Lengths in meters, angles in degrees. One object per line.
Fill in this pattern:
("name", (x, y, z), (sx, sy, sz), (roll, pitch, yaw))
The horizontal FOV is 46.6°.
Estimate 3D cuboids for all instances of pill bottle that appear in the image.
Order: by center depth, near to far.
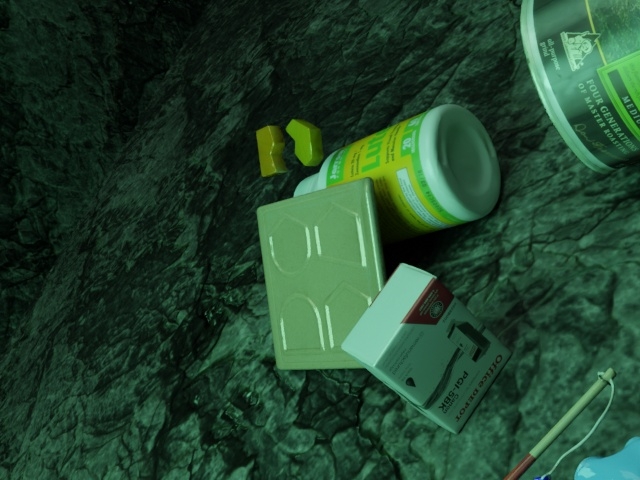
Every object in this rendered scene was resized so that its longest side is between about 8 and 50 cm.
("pill bottle", (0.083, -0.065, 0.917), (0.246, 0.136, 0.136), (-18, 41, 44))

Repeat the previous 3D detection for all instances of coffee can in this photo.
("coffee can", (0.347, -0.196, 0.645), (0.275, 0.201, 0.201), (-21, 38, 41))

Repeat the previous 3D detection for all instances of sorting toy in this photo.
("sorting toy", (0.000, 0.000, 0.894), (0.229, 0.041, 0.307), (-12, 84, 50))

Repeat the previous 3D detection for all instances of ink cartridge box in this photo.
("ink cartridge box", (0.101, 0.101, 0.689), (0.099, 0.135, 0.056), (-54, 32, -9))

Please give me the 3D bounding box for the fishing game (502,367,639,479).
("fishing game", (0.240, 0.201, 0.476), (0.189, 0.041, 0.264), (-48, 36, 1))
